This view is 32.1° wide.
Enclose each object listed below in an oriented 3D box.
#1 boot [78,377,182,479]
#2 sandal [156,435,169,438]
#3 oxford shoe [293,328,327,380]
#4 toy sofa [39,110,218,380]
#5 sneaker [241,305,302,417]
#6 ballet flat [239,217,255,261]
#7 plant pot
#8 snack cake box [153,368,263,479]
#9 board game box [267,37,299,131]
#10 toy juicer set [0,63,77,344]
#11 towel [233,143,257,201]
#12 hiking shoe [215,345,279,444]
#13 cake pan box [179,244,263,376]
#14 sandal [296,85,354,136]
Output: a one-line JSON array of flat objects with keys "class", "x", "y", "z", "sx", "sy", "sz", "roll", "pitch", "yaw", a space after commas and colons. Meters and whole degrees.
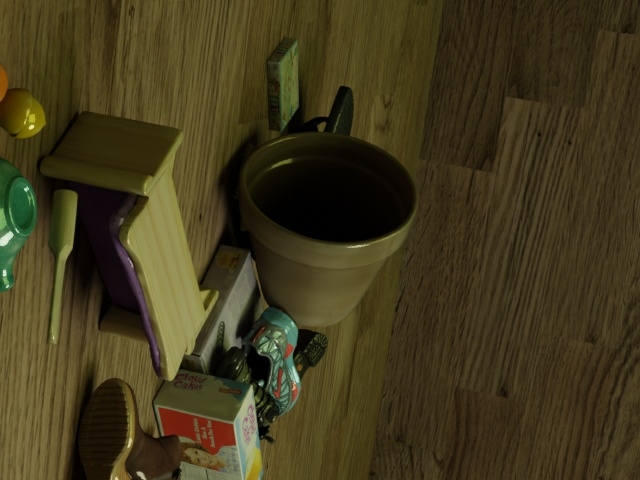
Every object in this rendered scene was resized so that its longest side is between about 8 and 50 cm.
[{"class": "boot", "x": -0.282, "y": 0.319, "z": 1.713, "sx": 0.207, "sy": 0.090, "sz": 0.249, "roll": -10, "pitch": 105, "yaw": -68}, {"class": "sandal", "x": -0.292, "y": 0.369, "z": 1.832, "sx": 0.180, "sy": 0.072, "sz": 0.049, "roll": -46, "pitch": 123, "yaw": -56}, {"class": "oxford shoe", "x": -0.087, "y": 0.283, "z": 2.463, "sx": 0.227, "sy": 0.096, "sz": 0.083, "roll": -44, "pitch": 134, "yaw": -30}, {"class": "toy sofa", "x": -0.259, "y": 0.017, "z": 1.507, "sx": 0.363, "sy": 0.150, "sz": 0.177, "roll": 84, "pitch": 25, "yaw": -50}, {"class": "sneaker", "x": -0.113, "y": 0.250, "z": 2.122, "sx": 0.125, "sy": 0.104, "sz": 0.262, "roll": -41, "pitch": 141, "yaw": -39}, {"class": "ballet flat", "x": -0.124, "y": -0.008, "z": 2.170, "sx": 0.173, "sy": 0.049, "sz": 0.058, "roll": 69, "pitch": 35, "yaw": -61}, {"class": "plant pot", "x": 0.000, "y": 0.000, "z": 2.083, "sx": 0.323, "sy": 0.323, "sz": 0.280, "roll": -62, "pitch": 167, "yaw": -46}, {"class": "snack cake box", "x": -0.195, "y": 0.355, "z": 1.985, "sx": 0.264, "sy": 0.152, "sz": 0.089, "roll": 87, "pitch": 21, "yaw": -44}, {"class": "board game box", "x": -0.072, "y": -0.305, "z": 2.186, "sx": 0.103, "sy": 0.026, "sz": 0.154, "roll": -60, "pitch": 156, "yaw": -49}, {"class": "toy juicer set", "x": -0.358, "y": -0.060, "z": 1.236, "sx": 0.329, "sy": 0.089, "sz": 0.209, "roll": 72, "pitch": 18, "yaw": -46}, {"class": "towel", "x": -0.126, "y": -0.115, "z": 2.130, "sx": 0.148, "sy": 0.027, "sz": 0.110, "roll": 44, "pitch": 59, "yaw": -72}, {"class": "hiking shoe", "x": -0.124, "y": 0.278, "z": 2.007, "sx": 0.227, "sy": 0.114, "sz": 0.086, "roll": 88, "pitch": 21, "yaw": -45}, {"class": "cake pan box", "x": -0.181, "y": 0.182, "z": 2.074, "sx": 0.267, "sy": 0.070, "sz": 0.246, "roll": 81, "pitch": 27, "yaw": -52}, {"class": "sandal", "x": -0.023, "y": -0.139, "z": 2.389, "sx": 0.168, "sy": 0.107, "sz": 0.446, "roll": -62, "pitch": 171, "yaw": -49}]
